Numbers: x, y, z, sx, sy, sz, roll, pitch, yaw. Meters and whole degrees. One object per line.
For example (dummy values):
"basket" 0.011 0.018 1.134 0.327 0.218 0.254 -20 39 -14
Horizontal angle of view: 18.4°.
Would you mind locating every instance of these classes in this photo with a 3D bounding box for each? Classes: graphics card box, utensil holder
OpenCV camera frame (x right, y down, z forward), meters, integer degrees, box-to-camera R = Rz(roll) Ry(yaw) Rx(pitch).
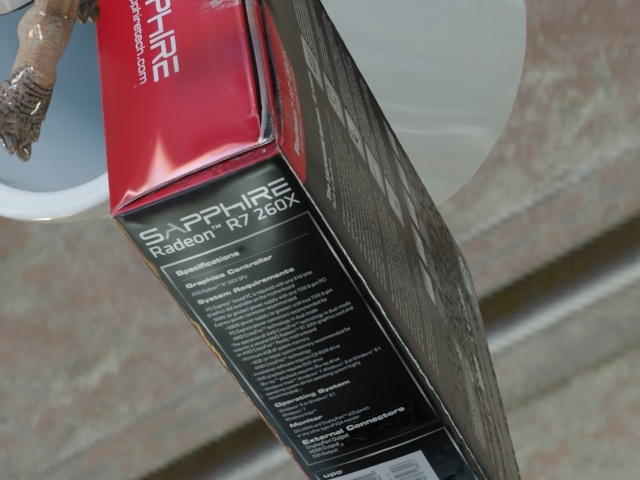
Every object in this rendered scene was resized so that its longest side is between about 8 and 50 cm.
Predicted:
"graphics card box" 0.000 0.000 1.046 0.094 0.232 0.371 -22 136 12
"utensil holder" -0.073 -0.163 1.467 0.327 0.327 0.385 -38 155 29

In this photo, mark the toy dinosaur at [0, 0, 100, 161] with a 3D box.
"toy dinosaur" -0.054 -0.157 0.744 0.200 0.295 0.127 -31 105 16

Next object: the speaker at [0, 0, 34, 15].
"speaker" -0.174 -0.180 0.972 0.055 0.055 0.136 -4 134 10
